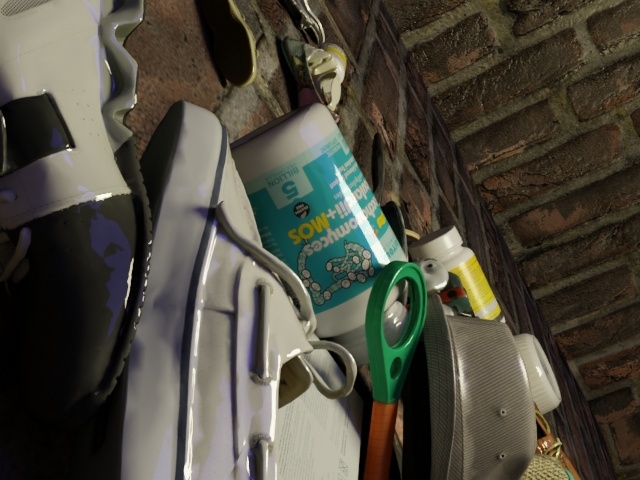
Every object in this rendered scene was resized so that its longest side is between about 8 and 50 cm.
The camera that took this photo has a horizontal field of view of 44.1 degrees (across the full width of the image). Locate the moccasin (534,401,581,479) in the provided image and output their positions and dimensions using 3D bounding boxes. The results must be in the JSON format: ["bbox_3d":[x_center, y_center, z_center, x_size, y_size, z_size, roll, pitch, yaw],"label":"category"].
[{"bbox_3d":[0.383,0.400,1.406,0.147,0.139,0.380,46,23,-34],"label":"moccasin"}]

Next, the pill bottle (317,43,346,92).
[{"bbox_3d":[0.012,-0.304,1.404,0.065,0.065,0.116,58,20,-22],"label":"pill bottle"}]

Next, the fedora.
[{"bbox_3d":[0.164,0.194,0.880,0.244,0.125,0.275,-100,-170,-83],"label":"fedora"}]

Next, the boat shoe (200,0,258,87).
[{"bbox_3d":[-0.110,-0.257,1.016,0.048,0.056,0.153,23,37,-58],"label":"boat shoe"}]

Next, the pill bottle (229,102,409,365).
[{"bbox_3d":[0.000,0.000,0.834,0.264,0.146,0.146,61,18,-13],"label":"pill bottle"}]

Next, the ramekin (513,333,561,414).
[{"bbox_3d":[0.479,0.315,1.847,0.207,0.109,0.207,54,20,-31],"label":"ramekin"}]

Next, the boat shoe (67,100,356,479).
[{"bbox_3d":[-0.056,0.073,0.501,0.157,0.136,0.367,20,45,-27],"label":"boat shoe"}]

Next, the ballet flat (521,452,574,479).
[{"bbox_3d":[0.299,0.490,1.042,0.182,0.164,0.482,10,37,-14],"label":"ballet flat"}]

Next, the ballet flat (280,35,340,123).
[{"bbox_3d":[-0.007,-0.255,1.263,0.077,0.079,0.221,42,28,-49],"label":"ballet flat"}]

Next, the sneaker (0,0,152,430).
[{"bbox_3d":[-0.186,-0.054,0.460,0.146,0.122,0.330,12,60,-41],"label":"sneaker"}]

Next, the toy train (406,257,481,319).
[{"bbox_3d":[0.194,0.169,1.157,0.334,0.142,0.190,60,11,-45],"label":"toy train"}]

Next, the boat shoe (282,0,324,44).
[{"bbox_3d":[-0.034,-0.416,1.466,0.046,0.038,0.125,19,-36,52],"label":"boat shoe"}]

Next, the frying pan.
[{"bbox_3d":[0.074,-0.015,1.002,0.197,0.053,0.325,123,-33,-75],"label":"frying pan"}]

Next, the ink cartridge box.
[{"bbox_3d":[-0.037,0.143,0.704,0.224,0.045,0.223,58,19,-21],"label":"ink cartridge box"}]

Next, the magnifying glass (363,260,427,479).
[{"bbox_3d":[0.067,0.134,0.783,0.092,0.026,0.230,1,95,-55],"label":"magnifying glass"}]

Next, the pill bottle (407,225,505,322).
[{"bbox_3d":[0.252,0.086,1.483,0.208,0.119,0.119,64,18,-5],"label":"pill bottle"}]

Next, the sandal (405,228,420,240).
[{"bbox_3d":[0.069,0.008,1.182,0.240,0.088,0.079,20,79,-57],"label":"sandal"}]
